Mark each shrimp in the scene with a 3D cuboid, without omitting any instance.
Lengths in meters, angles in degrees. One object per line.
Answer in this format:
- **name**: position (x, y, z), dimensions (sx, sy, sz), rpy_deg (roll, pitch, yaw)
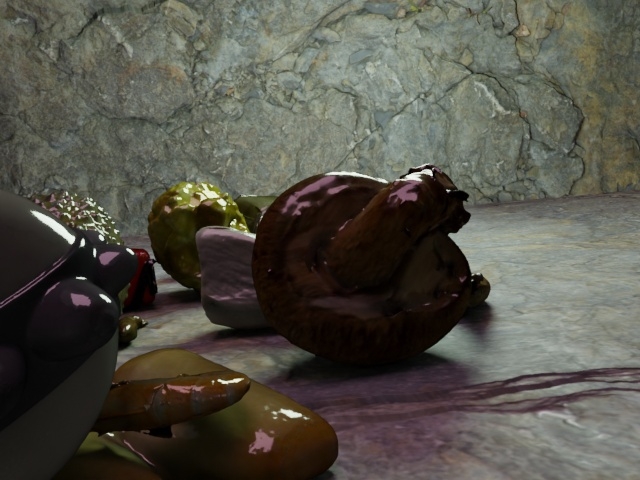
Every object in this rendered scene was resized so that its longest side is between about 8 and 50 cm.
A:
- **shrimp**: position (-0.135, 0.118, 0.452), dimensions (0.162, 0.045, 0.095), rpy_deg (-8, 12, -1)
- **shrimp**: position (0.204, 0.087, 0.896), dimensions (0.117, 0.066, 0.262), rpy_deg (-18, -11, 15)

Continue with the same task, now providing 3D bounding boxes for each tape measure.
- **tape measure**: position (-0.460, 0.083, 1.186), dimensions (0.253, 0.114, 0.260), rpy_deg (-8, 4, -18)

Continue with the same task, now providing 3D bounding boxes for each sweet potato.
- **sweet potato**: position (-0.308, 0.140, 0.929), dimensions (0.041, 0.038, 0.153), rpy_deg (18, -4, -7)

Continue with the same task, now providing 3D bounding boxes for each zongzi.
- **zongzi**: position (0.000, 0.000, 1.365), dimensions (0.355, 0.174, 0.393), rpy_deg (-2, 15, -28)

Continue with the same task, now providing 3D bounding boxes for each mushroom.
- **mushroom**: position (0.065, 0.024, 0.746), dimensions (0.283, 0.263, 0.195), rpy_deg (-35, -17, 6)
- **mushroom**: position (-0.033, 0.060, 0.902), dimensions (0.328, 0.159, 0.122), rpy_deg (0, 19, 8)

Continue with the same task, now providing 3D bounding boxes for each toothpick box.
- **toothpick box**: position (-0.257, 0.051, 0.376), dimensions (0.316, 0.229, 0.229), rpy_deg (9, 15, 41)

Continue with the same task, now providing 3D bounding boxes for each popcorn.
- **popcorn**: position (-0.239, 0.007, 1.210), dimensions (0.205, 0.237, 0.251), rpy_deg (-21, 44, -19)

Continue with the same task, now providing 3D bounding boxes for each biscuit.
- **biscuit**: position (-0.155, 0.164, 0.503), dimensions (0.236, 0.062, 0.290), rpy_deg (-10, 13, -39)

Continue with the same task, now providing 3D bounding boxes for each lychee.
- **lychee**: position (-0.425, 0.051, 0.903), dimensions (0.255, 0.275, 0.255), rpy_deg (16, -16, 5)
